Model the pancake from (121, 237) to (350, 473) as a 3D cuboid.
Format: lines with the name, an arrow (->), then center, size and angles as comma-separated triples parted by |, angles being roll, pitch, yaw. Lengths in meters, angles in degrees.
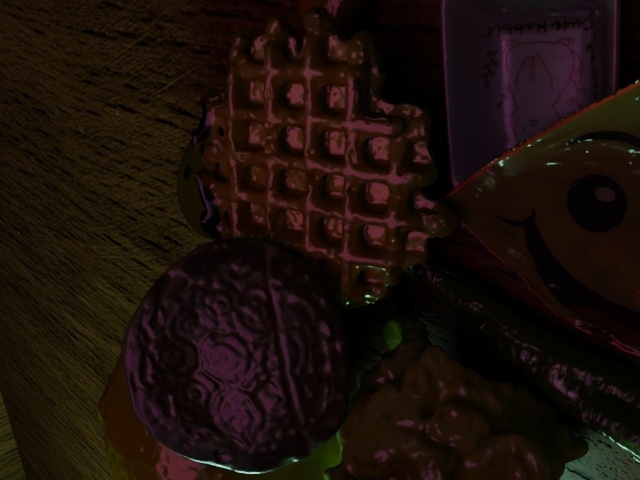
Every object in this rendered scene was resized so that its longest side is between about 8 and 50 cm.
pancake -> -0.089, 0.124, 0.642 | 0.250, 0.031, 0.250 | 0, 93, 5

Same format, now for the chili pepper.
chili pepper -> 0.211, 0.110, 0.628 | 0.359, 0.085, 0.076 | 31, 156, 29

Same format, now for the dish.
dish -> 0.188, -0.150, 0.533 | 0.154, 0.064, 0.234 | 11, 119, 41

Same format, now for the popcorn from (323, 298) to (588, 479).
popcorn -> 0.135, 0.237, 0.659 | 0.293, 0.237, 0.293 | 24, 128, 35

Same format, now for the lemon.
lemon -> -0.127, 0.231, 0.845 | 0.387, 0.349, 0.350 | 20, 124, 49

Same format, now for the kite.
kite -> 0.262, -0.004, 0.490 | 0.377, 0.013, 0.328 | 22, 146, 31

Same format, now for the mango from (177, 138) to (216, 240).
mango -> -0.074, -0.102, 0.770 | 0.293, 0.143, 0.175 | -31, 76, 39

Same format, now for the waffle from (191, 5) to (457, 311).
waffle -> -0.022, -0.066, 0.641 | 0.307, 0.060, 0.312 | -26, 93, 33

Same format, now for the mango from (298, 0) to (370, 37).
mango -> 0.019, -0.262, 0.653 | 0.114, 0.057, 0.079 | -42, 71, 44
